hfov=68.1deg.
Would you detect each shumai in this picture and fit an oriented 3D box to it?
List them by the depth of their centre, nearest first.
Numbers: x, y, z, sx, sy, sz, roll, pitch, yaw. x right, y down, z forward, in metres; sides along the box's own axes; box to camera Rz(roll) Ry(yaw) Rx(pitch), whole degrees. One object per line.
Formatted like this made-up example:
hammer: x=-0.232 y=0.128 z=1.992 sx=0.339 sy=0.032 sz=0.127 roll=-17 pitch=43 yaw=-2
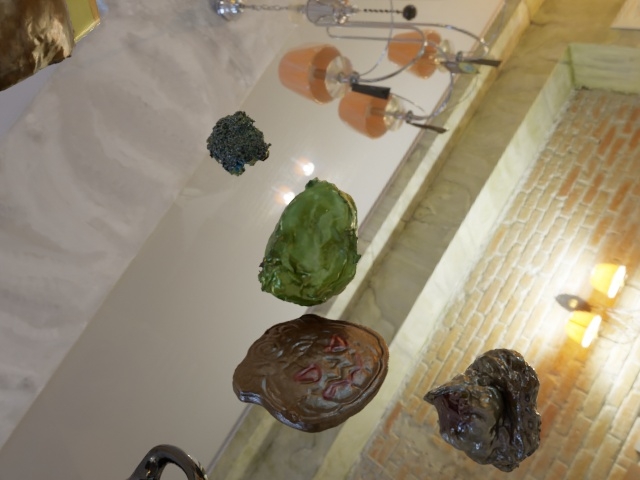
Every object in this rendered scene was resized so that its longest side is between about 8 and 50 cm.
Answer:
shumai: x=0.276 y=0.302 z=0.851 sx=0.218 sy=0.186 sz=0.183 roll=87 pitch=-173 yaw=-47

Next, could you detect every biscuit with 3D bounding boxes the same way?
biscuit: x=-0.009 y=0.224 z=0.872 sx=0.273 sy=0.257 sz=0.049 roll=-36 pitch=-45 yaw=-51

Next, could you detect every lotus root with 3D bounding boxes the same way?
lotus root: x=-0.385 y=-0.278 z=0.491 sx=0.180 sy=0.199 sz=0.188 roll=107 pitch=-177 yaw=-48

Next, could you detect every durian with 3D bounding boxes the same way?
durian: x=0.000 y=0.000 z=1.046 sx=0.340 sy=0.205 sz=0.255 roll=-18 pitch=-50 yaw=-80

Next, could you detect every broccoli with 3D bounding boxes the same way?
broccoli: x=-0.181 y=-0.221 z=1.113 sx=0.160 sy=0.167 sz=0.154 roll=18 pitch=-126 yaw=-47

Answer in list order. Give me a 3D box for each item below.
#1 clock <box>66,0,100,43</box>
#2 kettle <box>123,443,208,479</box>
clock: x=-0.482 y=-0.426 z=0.780 sx=0.096 sy=0.202 sz=0.143 roll=-62 pitch=-4 yaw=-33
kettle: x=-0.229 y=0.392 z=0.639 sx=0.144 sy=0.232 sz=0.202 roll=35 pitch=-109 yaw=-34
